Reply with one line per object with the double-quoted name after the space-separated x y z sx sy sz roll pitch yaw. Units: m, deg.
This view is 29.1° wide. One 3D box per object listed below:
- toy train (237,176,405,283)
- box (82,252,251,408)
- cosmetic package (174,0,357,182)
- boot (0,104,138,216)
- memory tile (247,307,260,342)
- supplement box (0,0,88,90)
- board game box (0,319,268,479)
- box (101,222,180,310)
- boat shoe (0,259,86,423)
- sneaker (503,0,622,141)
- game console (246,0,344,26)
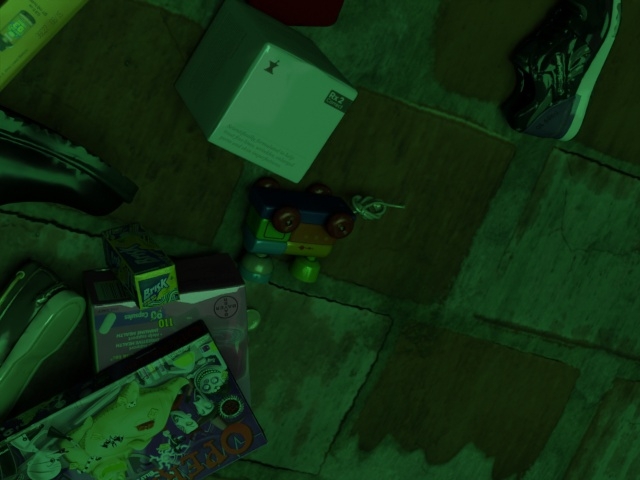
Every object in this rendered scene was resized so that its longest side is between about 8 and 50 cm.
0.000 0.000 1.824 0.248 0.105 0.143 6 119 -29 "toy train"
-0.217 0.161 1.752 0.214 0.117 0.243 -7 115 -15 "box"
-0.076 -0.201 1.632 0.151 0.183 0.151 24 109 -31 "cosmetic package"
-0.433 -0.041 1.562 0.348 0.131 0.260 24 92 -22 "boot"
-0.170 0.135 1.844 0.148 0.012 0.113 21 101 -33 "memory tile"
-0.362 -0.287 1.529 0.233 0.080 0.078 -47 123 -4 "supplement box"
-0.269 0.276 1.694 0.347 0.056 0.208 -28 122 -5 "board game box"
-0.245 0.033 1.668 0.059 0.169 0.054 -15 117 -20 "box"
-0.454 0.174 1.669 0.324 0.097 0.116 -51 164 5 "boat shoe"
0.363 -0.291 1.876 0.124 0.107 0.283 6 108 -22 "sneaker"
-0.036 -0.367 1.694 0.144 0.085 0.124 -4 82 -26 "game console"
